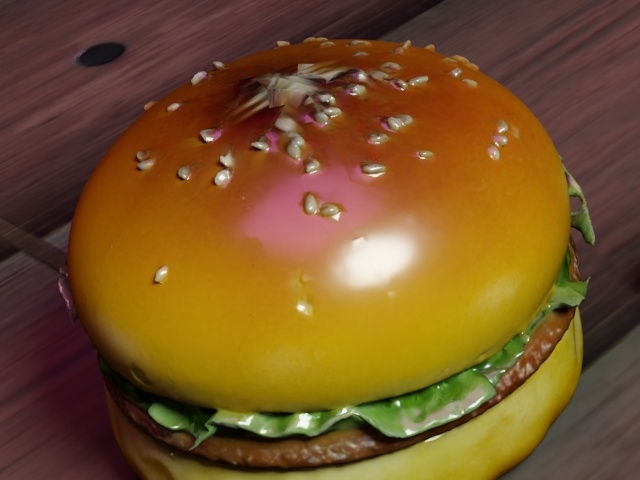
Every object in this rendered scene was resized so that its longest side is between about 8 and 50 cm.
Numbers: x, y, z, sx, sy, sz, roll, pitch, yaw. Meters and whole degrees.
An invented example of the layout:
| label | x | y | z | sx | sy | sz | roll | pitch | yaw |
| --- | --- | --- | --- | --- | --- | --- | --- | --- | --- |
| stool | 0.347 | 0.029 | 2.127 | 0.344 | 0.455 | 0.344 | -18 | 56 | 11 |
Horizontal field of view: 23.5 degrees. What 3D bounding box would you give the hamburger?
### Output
| label | x | y | z | sx | sy | sz | roll | pitch | yaw |
| --- | --- | --- | --- | --- | --- | --- | --- | --- | --- |
| hamburger | -0.001 | 0.001 | 0.677 | 0.246 | 0.170 | 0.246 | -8 | 36 | 6 |
